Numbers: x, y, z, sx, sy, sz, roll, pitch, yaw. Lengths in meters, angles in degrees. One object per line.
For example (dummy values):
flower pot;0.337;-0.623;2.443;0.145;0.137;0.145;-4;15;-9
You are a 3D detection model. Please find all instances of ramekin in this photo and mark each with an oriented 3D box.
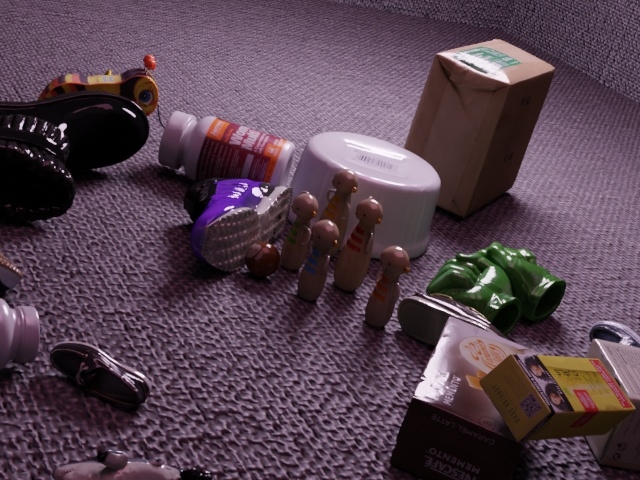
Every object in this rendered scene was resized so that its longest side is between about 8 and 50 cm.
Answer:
ramekin;0.079;-0.087;1.823;0.277;0.135;0.277;14;24;-6

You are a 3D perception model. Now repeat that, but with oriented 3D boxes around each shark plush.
shark plush;-0.183;0.232;1.034;0.161;0.073;0.067;-8;3;-36

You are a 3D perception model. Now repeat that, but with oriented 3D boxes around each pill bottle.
pill bottle;-0.394;0.104;1.132;0.152;0.086;0.086;3;27;-31
pill bottle;-0.166;-0.149;1.811;0.221;0.121;0.121;19;23;3

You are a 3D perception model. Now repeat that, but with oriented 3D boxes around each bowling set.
bowling set;0.000;0.000;1.547;0.200;0.154;0.287;4;26;-28

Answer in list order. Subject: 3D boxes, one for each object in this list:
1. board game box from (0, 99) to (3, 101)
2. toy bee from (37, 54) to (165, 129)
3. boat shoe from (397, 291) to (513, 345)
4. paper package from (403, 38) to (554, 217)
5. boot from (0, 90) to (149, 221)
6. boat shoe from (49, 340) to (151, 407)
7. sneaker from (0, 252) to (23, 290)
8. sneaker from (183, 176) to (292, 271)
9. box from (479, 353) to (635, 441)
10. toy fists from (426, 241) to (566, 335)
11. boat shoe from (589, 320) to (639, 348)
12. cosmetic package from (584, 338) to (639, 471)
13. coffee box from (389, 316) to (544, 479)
board game box;-0.620;-0.243;1.843;0.090;0.020;0.090;20;23;11
toy bee;-0.369;-0.274;1.908;0.298;0.162;0.195;-2;28;-38
boat shoe;0.217;0.137;1.478;0.228;0.081;0.069;31;31;35
paper package;0.319;-0.236;2.099;0.168;0.309;0.325;26;26;21
boot;-0.404;-0.134;1.595;0.348;0.131;0.260;-9;25;-26
boat shoe;-0.255;0.155;1.168;0.125;0.046;0.038;27;19;3
sneaker;-0.494;0.041;1.219;0.099;0.153;0.282;31;-4;34
sneaker;-0.160;-0.037;1.608;0.146;0.102;0.293;19;18;15
box;0.287;0.187;1.223;0.232;0.058;0.087;12;40;-49
toy fists;0.280;0.071;1.654;0.142;0.096;0.279;31;28;31
boat shoe;0.461;0.182;1.561;0.083;0.065;0.183;4;28;-37
cosmetic package;0.517;0.244;1.404;0.310;0.113;0.160;14;24;-9
coffee box;0.188;0.206;1.281;0.141;0.098;0.246;22;24;11
